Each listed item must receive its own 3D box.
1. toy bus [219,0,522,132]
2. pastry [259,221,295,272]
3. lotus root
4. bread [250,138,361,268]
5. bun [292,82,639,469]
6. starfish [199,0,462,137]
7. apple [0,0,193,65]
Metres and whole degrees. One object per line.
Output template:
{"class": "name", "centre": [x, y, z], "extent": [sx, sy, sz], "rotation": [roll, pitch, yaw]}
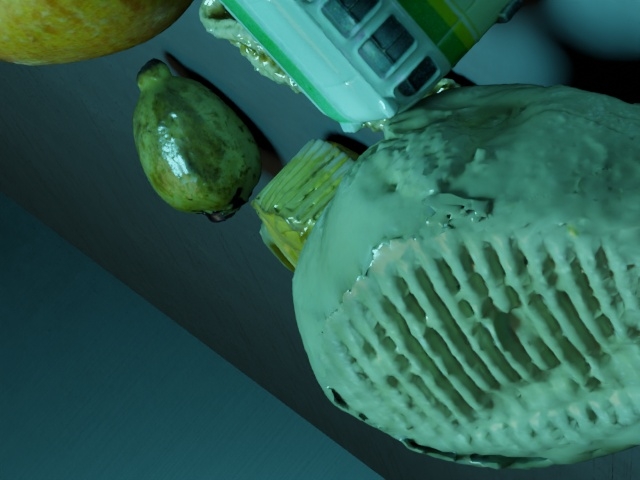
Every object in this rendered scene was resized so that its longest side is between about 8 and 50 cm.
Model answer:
{"class": "toy bus", "centre": [-0.006, -0.219, 1.042], "extent": [0.276, 0.164, 0.134], "rotation": [45, 165, -22]}
{"class": "pastry", "centre": [0.000, 0.000, 1.820], "extent": [0.156, 0.092, 0.156], "rotation": [40, 168, 10]}
{"class": "lotus root", "centre": [-0.162, -0.122, 1.787], "extent": [0.214, 0.138, 0.138], "rotation": [55, 163, -10]}
{"class": "bread", "centre": [0.040, 0.003, 1.637], "extent": [0.250, 0.133, 0.179], "rotation": [53, 166, -29]}
{"class": "bun", "centre": [0.154, 0.013, 1.100], "extent": [0.360, 0.211, 0.359], "rotation": [5, 142, 4]}
{"class": "starfish", "centre": [0.093, -0.069, 1.361], "extent": [0.432, 0.082, 0.324], "rotation": [21, 151, 31]}
{"class": "apple", "centre": [-0.216, -0.278, 1.180], "extent": [0.299, 0.299, 0.275], "rotation": [34, 178, 25]}
